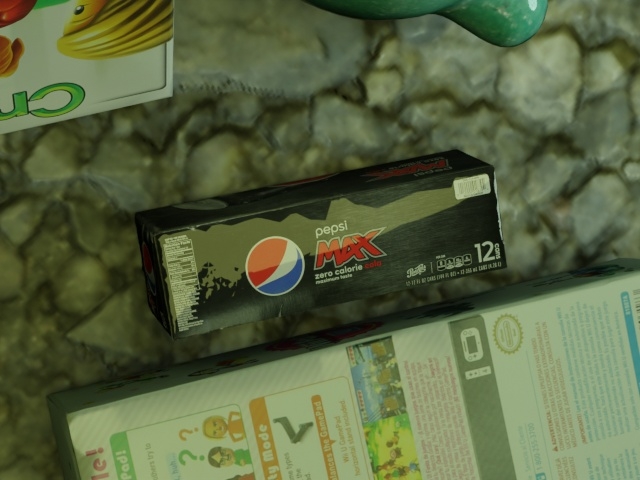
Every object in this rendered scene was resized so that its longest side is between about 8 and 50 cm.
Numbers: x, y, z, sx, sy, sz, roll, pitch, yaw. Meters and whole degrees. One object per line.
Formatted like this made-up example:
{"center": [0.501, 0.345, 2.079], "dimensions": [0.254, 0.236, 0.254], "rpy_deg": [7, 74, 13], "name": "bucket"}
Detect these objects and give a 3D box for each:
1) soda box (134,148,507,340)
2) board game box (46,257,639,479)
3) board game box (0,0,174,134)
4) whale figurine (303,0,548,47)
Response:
{"center": [0.000, 0.000, 0.944], "dimensions": [0.169, 0.060, 0.053], "rpy_deg": [-11, 104, -13], "name": "soda box"}
{"center": [0.041, 0.148, 0.952], "dimensions": [0.303, 0.097, 0.224], "rpy_deg": [-13, 95, -13], "name": "board game box"}
{"center": [-0.212, -0.097, 0.814], "dimensions": [0.305, 0.193, 0.053], "rpy_deg": [-13, 64, -11], "name": "board game box"}
{"center": [0.085, -0.193, 0.889], "dimensions": [0.272, 0.141, 0.216], "rpy_deg": [-8, 101, -13], "name": "whale figurine"}
